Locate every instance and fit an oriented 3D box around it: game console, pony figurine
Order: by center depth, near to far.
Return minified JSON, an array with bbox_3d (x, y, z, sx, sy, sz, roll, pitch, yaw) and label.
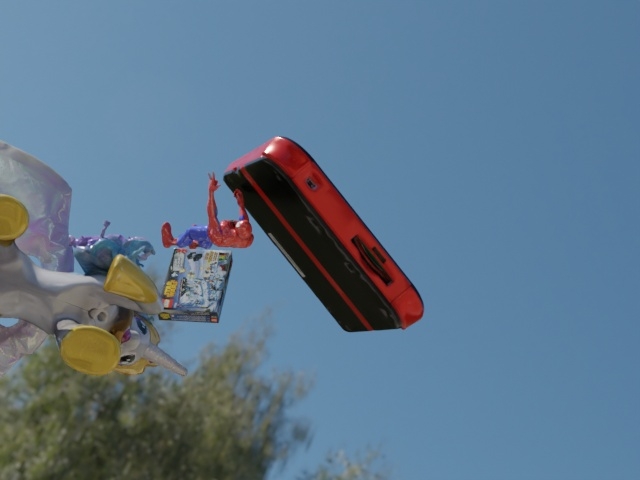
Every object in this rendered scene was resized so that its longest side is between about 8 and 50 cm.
[{"bbox_3d":[-0.303,0.050,1.281,0.351,0.302,0.363,22,-10,3],"label":"pony figurine"},{"bbox_3d":[0.000,0.000,2.239,0.386,0.060,0.342,52,-16,-8],"label":"game console"}]

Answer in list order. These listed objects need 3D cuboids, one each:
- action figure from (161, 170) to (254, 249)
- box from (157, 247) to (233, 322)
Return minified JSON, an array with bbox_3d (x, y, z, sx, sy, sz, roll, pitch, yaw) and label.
[{"bbox_3d":[-0.190,-0.049,2.303,0.092,0.139,0.280,2,0,-30],"label":"action figure"},{"bbox_3d":[-0.191,0.068,1.999,0.094,0.137,0.027,3,-47,6],"label":"box"}]
